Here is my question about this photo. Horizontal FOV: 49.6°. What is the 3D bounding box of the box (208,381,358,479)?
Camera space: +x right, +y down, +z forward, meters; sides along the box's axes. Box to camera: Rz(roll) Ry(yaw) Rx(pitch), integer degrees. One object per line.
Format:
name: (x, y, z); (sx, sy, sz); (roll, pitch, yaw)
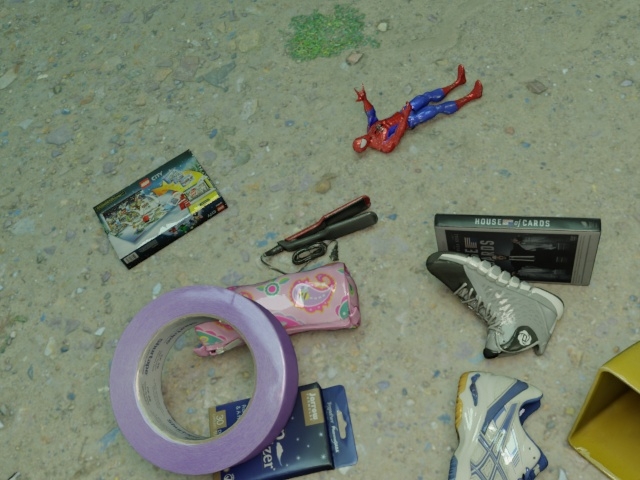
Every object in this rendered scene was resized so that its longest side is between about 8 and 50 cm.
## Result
box: (-0.062, 0.306, 1.090); (0.225, 0.037, 0.137); (-14, 55, 4)

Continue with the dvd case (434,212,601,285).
dvd case: (0.306, 0.015, 1.093); (0.238, 0.179, 0.030); (2, 61, 16)

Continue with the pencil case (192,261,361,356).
pencil case: (-0.076, 0.118, 1.162); (0.283, 0.124, 0.124); (-12, 55, 7)

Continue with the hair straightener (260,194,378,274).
hair straightener: (0.000, 0.000, 1.264); (0.230, 0.047, 0.089); (-23, 55, -1)

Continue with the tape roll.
tape roll: (-0.175, 0.209, 1.054); (0.274, 0.090, 0.275); (-2, 78, 10)

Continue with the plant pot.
plant pot: (0.486, 0.229, 0.902); (0.187, 0.212, 0.212); (-34, 55, -24)

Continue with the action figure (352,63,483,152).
action figure: (0.175, -0.270, 1.346); (0.280, 0.139, 0.091); (-33, 54, -5)

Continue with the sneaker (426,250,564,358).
sneaker: (0.257, 0.111, 1.081); (0.228, 0.086, 0.132); (23, 73, 7)

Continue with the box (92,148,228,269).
box: (-0.324, -0.066, 1.395); (0.233, 0.044, 0.159); (-33, 56, -7)

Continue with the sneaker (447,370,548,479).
sneaker: (0.245, 0.321, 0.952); (0.130, 0.112, 0.297); (3, 59, 16)
